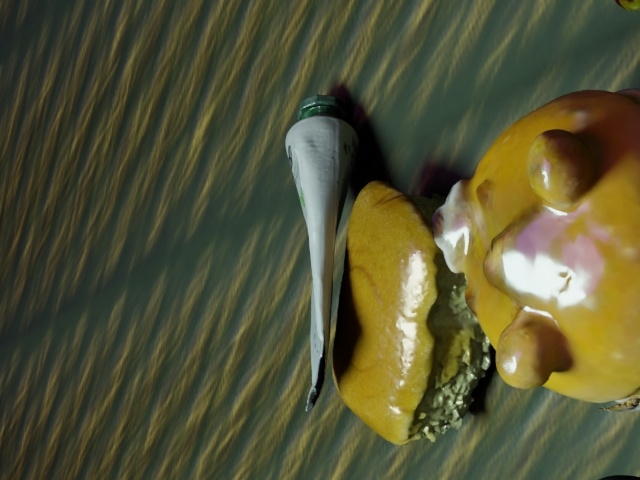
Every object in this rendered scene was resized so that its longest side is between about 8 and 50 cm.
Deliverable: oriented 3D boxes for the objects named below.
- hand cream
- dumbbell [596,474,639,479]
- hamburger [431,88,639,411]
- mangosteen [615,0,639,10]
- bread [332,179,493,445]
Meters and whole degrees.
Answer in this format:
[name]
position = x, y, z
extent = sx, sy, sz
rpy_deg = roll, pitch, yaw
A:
[hand cream]
position = 0.000, 0.000, 1.797
extent = 0.121, 0.076, 0.336
rpy_deg = 92, 179, -56
[dumbbell]
position = 0.293, 0.264, 1.435
extent = 0.325, 0.143, 0.143
rpy_deg = -4, 93, 58
[hamburger]
position = 0.223, 0.007, 1.409
extent = 0.276, 0.237, 0.276
rpy_deg = 11, 103, 56
[mangosteen]
position = 0.271, -0.225, 1.368
extent = 0.140, 0.140, 0.140
rpy_deg = 18, 112, 55
[bread]
position = 0.086, 0.068, 1.737
extent = 0.174, 0.121, 0.245
rpy_deg = 37, 129, 50
